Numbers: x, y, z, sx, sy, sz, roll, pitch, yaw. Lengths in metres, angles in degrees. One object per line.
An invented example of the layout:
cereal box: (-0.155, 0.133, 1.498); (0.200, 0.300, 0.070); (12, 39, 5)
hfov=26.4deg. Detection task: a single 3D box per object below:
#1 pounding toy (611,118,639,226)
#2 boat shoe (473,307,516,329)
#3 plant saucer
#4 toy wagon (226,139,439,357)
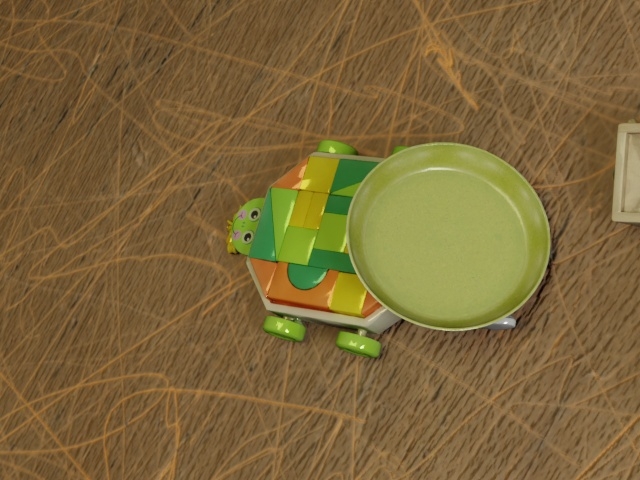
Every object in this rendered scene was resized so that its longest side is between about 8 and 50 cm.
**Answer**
pounding toy: (0.387, -0.080, 1.528); (0.141, 0.100, 0.130); (3, 87, 37)
boat shoe: (0.188, 0.086, 1.620); (0.100, 0.035, 0.035); (0, 74, 41)
plant saucer: (0.149, -0.001, 1.613); (0.241, 0.037, 0.241); (1, 67, -2)
toy wagon: (0.000, 0.000, 1.758); (0.344, 0.068, 0.267); (8, 76, 36)
